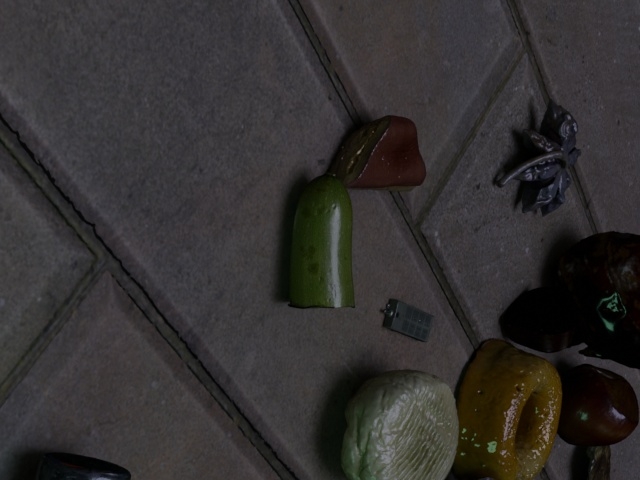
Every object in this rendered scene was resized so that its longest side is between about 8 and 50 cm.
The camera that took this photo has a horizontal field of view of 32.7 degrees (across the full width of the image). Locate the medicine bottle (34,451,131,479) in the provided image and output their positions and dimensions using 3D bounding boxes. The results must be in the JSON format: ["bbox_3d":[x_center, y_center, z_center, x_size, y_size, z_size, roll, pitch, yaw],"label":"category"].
[{"bbox_3d":[-0.289,0.383,1.180,0.141,0.141,0.293,20,83,-51],"label":"medicine bottle"}]

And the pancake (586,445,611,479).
[{"bbox_3d":[0.586,0.572,2.359,0.286,0.033,0.288,-10,103,-61],"label":"pancake"}]

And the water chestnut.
[{"bbox_3d":[0.582,0.120,2.124,0.244,0.289,0.289,-56,137,-13],"label":"water chestnut"}]

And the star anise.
[{"bbox_3d":[0.415,-0.142,1.992,0.262,0.081,0.230,-27,129,-48],"label":"star anise"}]

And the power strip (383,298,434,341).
[{"bbox_3d":[0.140,0.129,1.756,0.136,0.019,0.050,27,79,-51],"label":"power strip"}]

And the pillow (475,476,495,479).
[{"bbox_3d":[0.291,0.494,1.964,0.131,0.038,0.232,-32,134,9],"label":"pillow"}]

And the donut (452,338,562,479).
[{"bbox_3d":[0.347,0.323,1.984,0.278,0.109,0.277,-15,110,-49],"label":"donut"}]

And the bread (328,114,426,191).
[{"bbox_3d":[0.089,-0.127,1.598,0.192,0.067,0.119,0,106,-50],"label":"bread"}]

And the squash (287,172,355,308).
[{"bbox_3d":[0.000,0.000,1.504,0.095,0.095,0.187,-5,97,-51],"label":"squash"}]

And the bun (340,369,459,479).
[{"bbox_3d":[0.107,0.297,1.661,0.220,0.134,0.220,-8,102,-43],"label":"bun"}]

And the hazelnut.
[{"bbox_3d":[0.551,0.339,2.206,0.204,0.178,0.177,-57,147,-74],"label":"hazelnut"}]

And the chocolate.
[{"bbox_3d":[0.407,0.162,2.015,0.125,0.148,0.080,-19,119,-7],"label":"chocolate"}]
